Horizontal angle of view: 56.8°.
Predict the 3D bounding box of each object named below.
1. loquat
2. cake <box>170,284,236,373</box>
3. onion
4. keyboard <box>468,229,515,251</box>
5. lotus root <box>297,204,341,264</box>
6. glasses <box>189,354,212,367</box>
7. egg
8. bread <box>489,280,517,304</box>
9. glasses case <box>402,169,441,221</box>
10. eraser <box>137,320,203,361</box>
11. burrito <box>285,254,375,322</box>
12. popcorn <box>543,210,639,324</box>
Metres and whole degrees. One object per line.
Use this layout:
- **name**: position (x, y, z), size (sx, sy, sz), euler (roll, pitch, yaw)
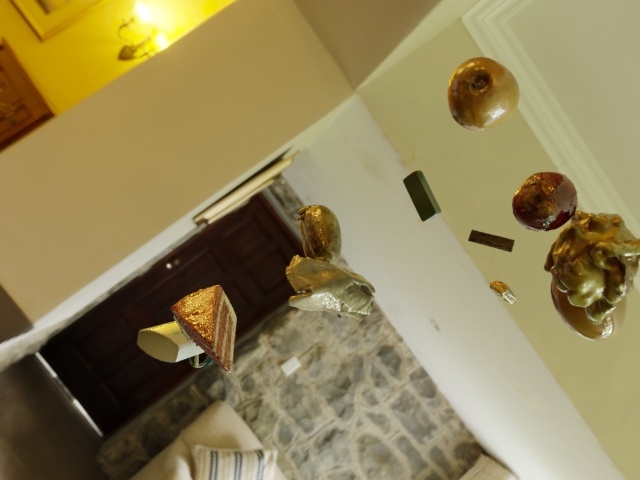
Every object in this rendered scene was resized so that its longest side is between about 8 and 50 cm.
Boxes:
- **loquat**: position (0.616, -0.548, 2.245), size (0.275, 0.275, 0.275), euler (50, -11, 13)
- **cake**: position (-0.286, 0.248, 1.691), size (0.262, 0.160, 0.158), euler (25, -35, 49)
- **onion**: position (0.632, -0.097, 1.648), size (0.184, 0.184, 0.147), euler (58, 18, -26)
- **keyboard**: position (0.757, 0.001, 2.626), size (0.196, 0.060, 0.018), euler (15, -10, 20)
- **lotus root**: position (0.000, 0.000, 2.246), size (0.173, 0.173, 0.309), euler (67, 11, -54)
- **glasses**: position (-0.586, 0.472, 2.793), size (0.102, 0.238, 0.207), euler (6, -18, 30)
- **egg**: position (0.983, 0.211, 2.166), size (0.322, 0.250, 0.250), euler (66, -12, -5)
- **bread**: position (0.636, 0.176, 2.059), size (0.106, 0.053, 0.072), euler (39, -1, -38)
- **glasses case**: position (0.376, -0.165, 2.194), size (0.078, 0.039, 0.184), euler (-36, -108, 45)
- **eraser**: position (-0.509, 0.362, 2.193), size (0.189, 0.104, 0.290), euler (21, 11, 23)
- **burrito**: position (0.036, 0.155, 1.972), size (0.135, 0.190, 0.332), euler (-16, -26, 42)
- **popcorn**: position (0.822, 0.061, 1.760), size (0.290, 0.326, 0.321), euler (42, -50, 12)
